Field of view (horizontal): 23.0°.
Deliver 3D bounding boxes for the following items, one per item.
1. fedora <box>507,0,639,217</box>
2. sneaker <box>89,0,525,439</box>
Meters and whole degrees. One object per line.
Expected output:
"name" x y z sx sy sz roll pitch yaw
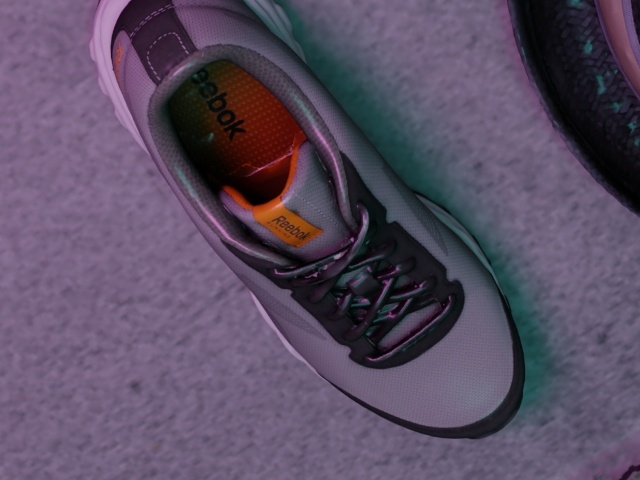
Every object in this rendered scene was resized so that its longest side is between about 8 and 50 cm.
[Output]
"fedora" 0.232 -0.119 0.628 0.334 0.152 0.334 -3 115 -6
"sneaker" -0.001 0.000 0.678 0.100 0.108 0.271 -38 116 8
